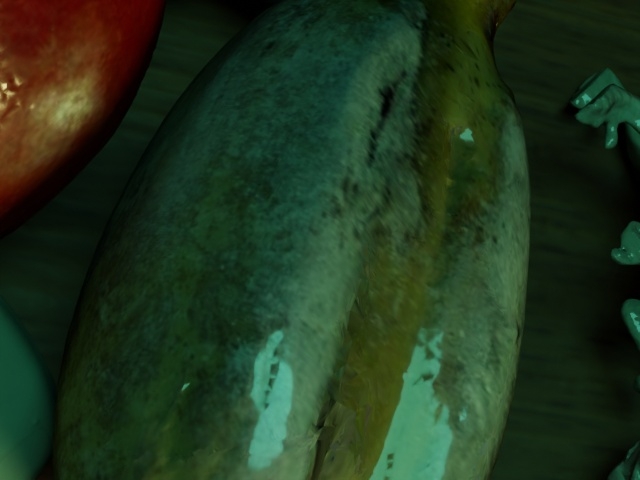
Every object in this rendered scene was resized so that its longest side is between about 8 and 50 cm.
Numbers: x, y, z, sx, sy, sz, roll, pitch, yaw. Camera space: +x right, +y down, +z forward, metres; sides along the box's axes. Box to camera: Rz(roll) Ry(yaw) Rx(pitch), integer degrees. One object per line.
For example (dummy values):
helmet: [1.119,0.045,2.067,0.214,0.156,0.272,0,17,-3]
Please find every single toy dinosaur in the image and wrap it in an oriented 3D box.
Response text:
toy dinosaur: [0.185,-0.027,0.621,0.167,0.053,0.242,36,49,-11]

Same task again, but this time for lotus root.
lotus root: [0.000,0.000,0.488,0.158,0.140,0.322,31,59,-26]

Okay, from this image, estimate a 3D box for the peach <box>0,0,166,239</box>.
peach: [-0.155,-0.098,0.435,0.196,0.190,0.226,20,86,-57]

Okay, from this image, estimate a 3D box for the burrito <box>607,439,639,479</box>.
burrito: [0.118,0.161,0.519,0.064,0.064,0.203,34,62,-7]

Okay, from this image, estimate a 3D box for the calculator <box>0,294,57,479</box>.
calculator: [-0.132,0.061,0.419,0.095,0.153,0.021,-40,44,-23]

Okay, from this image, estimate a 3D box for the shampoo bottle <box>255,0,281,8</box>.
shampoo bottle: [-0.046,-0.142,0.562,0.192,0.074,0.074,30,62,-11]
